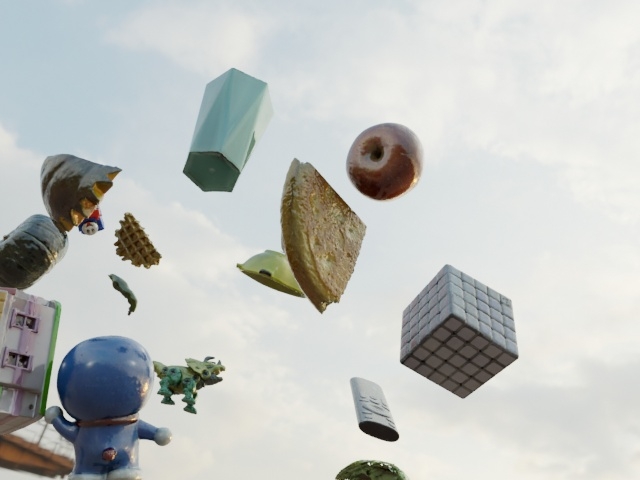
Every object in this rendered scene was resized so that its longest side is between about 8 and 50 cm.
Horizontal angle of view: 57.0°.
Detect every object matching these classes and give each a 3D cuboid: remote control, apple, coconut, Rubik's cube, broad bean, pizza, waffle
[{"bbox_3d":[0.140,0.451,1.608,0.107,0.044,0.377,16,2,-1],"label":"remote control"},{"bbox_3d":[0.164,-0.187,1.434,0.201,0.201,0.162,-14,-25,27],"label":"apple"},{"bbox_3d":[0.111,0.456,1.122,0.158,0.055,0.133,5,-37,20],"label":"coconut"},{"bbox_3d":[0.381,0.254,1.645,0.237,0.237,0.238,30,-55,-11],"label":"Rubik's cube"},{"bbox_3d":[-0.783,0.204,2.353,0.061,0.195,0.046,-29,-13,-7],"label":"broad bean"},{"bbox_3d":[-0.022,-0.012,1.325,0.087,0.257,0.268,-13,-49,39],"label":"pizza"},{"bbox_3d":[-0.600,0.005,1.955,0.192,0.160,0.046,21,-4,10],"label":"waffle"}]

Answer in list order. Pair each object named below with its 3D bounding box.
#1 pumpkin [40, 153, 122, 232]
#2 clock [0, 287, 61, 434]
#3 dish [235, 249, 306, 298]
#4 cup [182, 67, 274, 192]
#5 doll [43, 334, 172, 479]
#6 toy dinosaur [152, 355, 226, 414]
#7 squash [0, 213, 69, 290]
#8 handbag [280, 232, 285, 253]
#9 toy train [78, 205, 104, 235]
[{"bbox_3d":[-0.601,-0.115,1.373,0.254,0.130,0.149,-28,-61,34],"label":"pumpkin"},{"bbox_3d":[-0.630,0.176,0.994,0.166,0.235,0.310,-26,-38,28],"label":"clock"},{"bbox_3d":[-0.146,0.102,2.017,0.221,0.108,0.262,8,-19,43],"label":"dish"},{"bbox_3d":[-0.175,-0.205,1.132,0.148,0.235,0.134,-26,-52,32],"label":"cup"},{"bbox_3d":[-0.369,0.296,1.035,0.215,0.256,0.161,3,-10,-17],"label":"doll"},{"bbox_3d":[-0.398,0.378,1.608,0.259,0.153,0.094,7,-44,3],"label":"toy dinosaur"},{"bbox_3d":[-0.871,0.040,1.750,0.252,0.252,0.165,-29,-70,38],"label":"squash"},{"bbox_3d":[-0.016,0.033,1.530,0.193,0.072,0.151,43,-23,20],"label":"handbag"},{"bbox_3d":[-0.760,-0.077,1.936,0.083,0.204,0.131,-12,-70,-17],"label":"toy train"}]
